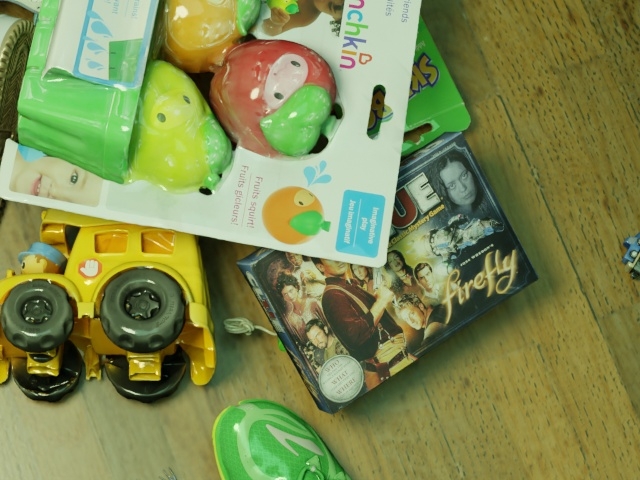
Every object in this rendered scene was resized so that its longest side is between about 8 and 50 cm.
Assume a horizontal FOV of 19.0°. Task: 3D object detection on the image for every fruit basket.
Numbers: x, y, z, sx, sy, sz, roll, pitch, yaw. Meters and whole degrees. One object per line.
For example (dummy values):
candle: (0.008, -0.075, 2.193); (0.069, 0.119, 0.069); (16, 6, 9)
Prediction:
fruit basket: (-0.092, -0.155, 1.751); (0.353, 0.165, 0.327); (8, 65, 2)

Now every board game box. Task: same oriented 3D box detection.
board game box: (0.065, 0.028, 1.792); (0.243, 0.042, 0.165); (-33, 103, -15)
board game box: (0.043, -0.203, 1.930); (0.124, 0.039, 0.259); (-23, 77, -10)

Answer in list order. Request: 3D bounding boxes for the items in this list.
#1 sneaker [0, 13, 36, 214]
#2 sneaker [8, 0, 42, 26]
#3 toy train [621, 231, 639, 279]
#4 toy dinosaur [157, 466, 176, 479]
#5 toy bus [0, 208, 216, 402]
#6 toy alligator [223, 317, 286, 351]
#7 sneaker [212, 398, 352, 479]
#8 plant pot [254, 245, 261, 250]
sneaker: (-0.378, -0.091, 1.827); (0.153, 0.099, 0.282); (17, 90, 15)
sneaker: (-0.248, -0.268, 1.894); (0.283, 0.110, 0.122); (-7, 95, -5)
toy train: (0.343, -0.031, 1.925); (0.036, 0.027, 0.158); (29, 75, 5)
toy dinosaur: (-0.126, 0.255, 1.799); (0.082, 0.047, 0.090); (-27, 91, 7)
toy bus: (-0.210, 0.032, 1.799); (0.220, 0.149, 0.211); (-1, 63, -4)
toy alligator: (-0.001, 0.103, 1.845); (0.189, 0.056, 0.051); (2, 118, -7)
sneaker: (0.016, 0.261, 1.763); (0.109, 0.123, 0.295); (-35, 85, -26)
plant pot: (0.000, 0.000, 1.845); (0.109, 0.109, 0.096); (-29, 93, -12)
